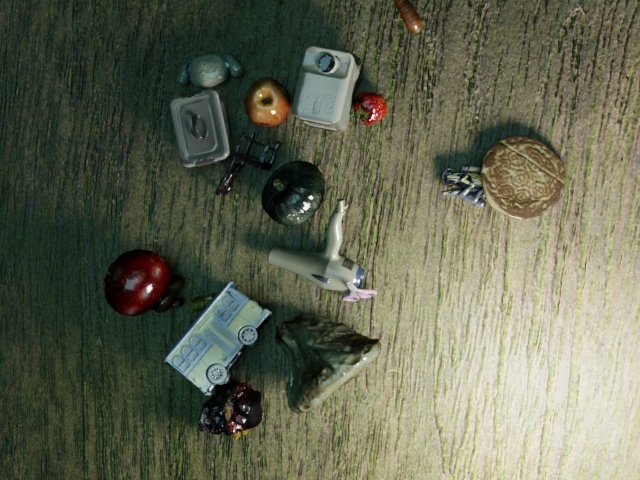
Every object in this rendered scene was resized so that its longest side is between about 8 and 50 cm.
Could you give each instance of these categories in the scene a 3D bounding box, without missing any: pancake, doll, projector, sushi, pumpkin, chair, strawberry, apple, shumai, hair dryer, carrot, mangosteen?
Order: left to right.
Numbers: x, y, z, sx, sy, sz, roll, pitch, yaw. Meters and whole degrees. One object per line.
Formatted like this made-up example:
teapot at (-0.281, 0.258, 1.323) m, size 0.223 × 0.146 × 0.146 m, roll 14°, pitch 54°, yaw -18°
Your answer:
mangosteen at (-0.551, 0.144, 1.861) m, size 0.257 × 0.215 × 0.215 m, roll 23°, pitch 97°, yaw -22°
doll at (-0.351, -0.537, 1.848) m, size 0.214 × 0.071 × 0.103 m, roll -9°, pitch 92°, yaw 8°
sushi at (-0.262, 0.530, 1.834) m, size 0.150 × 0.153 × 0.172 m, roll 4°, pitch 72°, yaw 31°
chair at (-0.225, -0.225, 1.821) m, size 0.113 × 0.106 × 0.229 m, roll 25°, pitch 98°, yaw 11°
apple at (-0.163, -0.422, 1.787) m, size 0.146 × 0.131 × 0.146 m, roll 0°, pitch 90°, yaw 5°
pumpkin at (-0.084, -0.142, 1.752) m, size 0.152 × 0.211 × 0.211 m, roll 39°, pitch 100°, yaw -27°
hair dryer at (-0.030, 0.020, 1.765) m, size 0.296 × 0.119 × 0.298 m, roll -4°, pitch 115°, yaw 22°
shumai at (-0.007, 0.318, 1.722) m, size 0.263 × 0.309 × 0.304 m, roll 50°, pitch 137°, yaw 17°
projector at (0.020, -0.455, 1.728) m, size 0.163 × 0.177 × 0.242 m, roll 15°, pitch 94°, yaw 8°
strawberry at (0.150, -0.400, 1.752) m, size 0.106 × 0.106 × 0.106 m, roll 0°, pitch 92°, yaw 11°
carrot at (0.238, -0.713, 1.747) m, size 0.048 × 0.048 × 0.216 m, roll -31°, pitch 82°, yaw 10°
pancake at (0.576, -0.178, 1.678) m, size 0.250 × 0.031 × 0.250 m, roll 0°, pitch 85°, yaw -3°

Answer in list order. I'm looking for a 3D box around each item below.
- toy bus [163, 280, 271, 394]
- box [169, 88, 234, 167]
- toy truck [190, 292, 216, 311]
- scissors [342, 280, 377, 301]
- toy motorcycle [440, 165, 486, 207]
toy bus at (-0.305, 0.300, 1.785) m, size 0.190 × 0.152 × 0.312 m, roll 37°, pitch 75°, yaw 7°
box at (-0.364, -0.345, 1.830) m, size 0.162 × 0.130 × 0.227 m, roll -12°, pitch 89°, yaw 12°
toy truck at (-0.372, 0.202, 1.890) m, size 0.083 × 0.054 × 0.049 m, roll -13°, pitch 90°, yaw 10°
scissors at (0.102, 0.149, 1.722) m, size 0.110 × 0.212 × 0.021 m, roll -12°, pitch 72°, yaw 10°
toy motorcycle at (0.449, -0.156, 1.716) m, size 0.193 × 0.061 × 0.124 m, roll -3°, pitch 85°, yaw 3°
